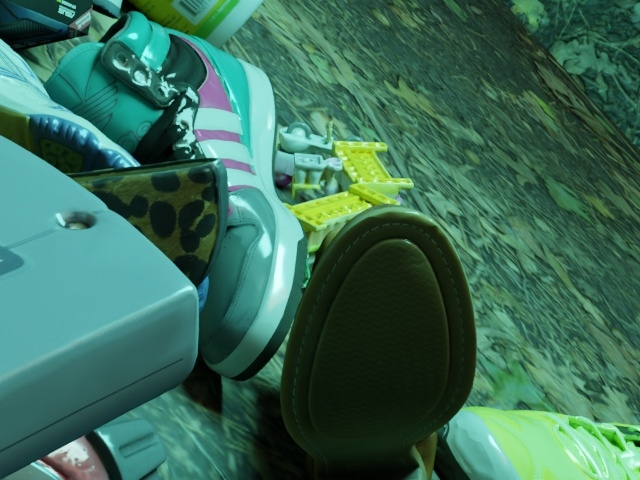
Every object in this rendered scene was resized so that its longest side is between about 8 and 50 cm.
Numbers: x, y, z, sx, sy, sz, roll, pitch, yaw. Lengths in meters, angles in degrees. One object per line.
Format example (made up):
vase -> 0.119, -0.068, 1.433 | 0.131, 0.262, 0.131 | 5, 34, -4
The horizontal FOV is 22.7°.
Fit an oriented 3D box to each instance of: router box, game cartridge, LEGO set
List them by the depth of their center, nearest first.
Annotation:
game cartridge -> -0.195, 0.001, 0.548 | 0.294, 0.060, 0.196 | 26, 36, 31
router box -> -0.226, -0.156, 1.057 | 0.092, 0.122, 0.038 | 18, 70, -52
LEGO set -> 0.000, 0.000, 1.282 | 0.132, 0.107, 0.287 | 10, 24, 6

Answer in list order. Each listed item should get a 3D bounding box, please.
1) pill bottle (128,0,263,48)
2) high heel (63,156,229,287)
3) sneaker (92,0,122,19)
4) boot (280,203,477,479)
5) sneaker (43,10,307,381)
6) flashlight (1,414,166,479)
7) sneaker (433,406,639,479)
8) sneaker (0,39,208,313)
pill bottle -> -0.158, -0.292, 1.451 | 0.245, 0.136, 0.136 | 40, 19, -14
high heel -> -0.175, -0.048, 0.817 | 0.261, 0.186, 0.093 | 43, 28, -4
sneaker -> -0.194, -0.261, 1.221 | 0.112, 0.131, 0.319 | 22, 8, -32
boot -> 0.033, 0.052, 0.970 | 0.220, 0.109, 0.283 | -93, 176, -55
sneaker -> -0.111, -0.050, 1.067 | 0.178, 0.124, 0.295 | 25, 34, -30
flashlight -> -0.171, 0.131, 0.609 | 0.103, 0.103, 0.304 | 4, 9, 23
sneaker -> 0.201, 0.174, 1.151 | 0.384, 0.147, 0.145 | 29, 23, -54
sneaker -> -0.180, -0.061, 0.962 | 0.296, 0.112, 0.131 | 42, 19, -10
